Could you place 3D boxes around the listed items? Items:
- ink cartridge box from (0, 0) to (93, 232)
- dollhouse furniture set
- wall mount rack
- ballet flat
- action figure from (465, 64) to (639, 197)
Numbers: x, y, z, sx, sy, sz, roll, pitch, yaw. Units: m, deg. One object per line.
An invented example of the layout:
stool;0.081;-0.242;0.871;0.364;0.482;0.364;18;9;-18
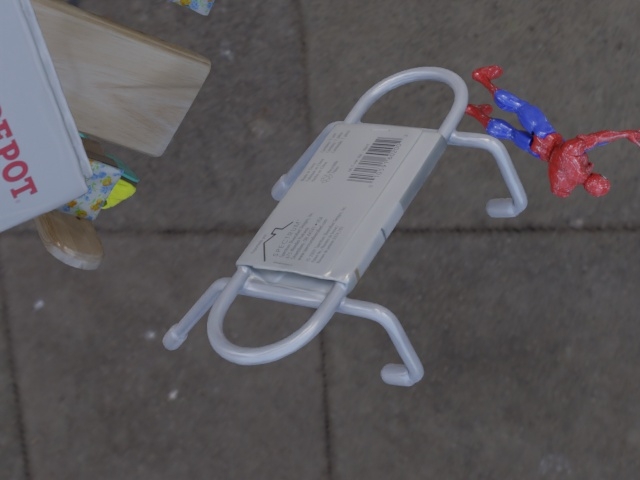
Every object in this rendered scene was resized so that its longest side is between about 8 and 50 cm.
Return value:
ink cartridge box;-0.285;-0.060;0.604;0.131;0.306;0.226;56;165;27
dollhouse furniture set;-0.278;-0.159;1.203;0.394;0.256;0.362;17;115;-37
wall mount rack;0.000;0.000;1.166;0.304;0.350;0.130;8;140;38
ballet flat;-0.304;-0.093;1.684;0.077;0.231;0.077;-40;68;0
action figure;0.315;-0.136;1.713;0.139;0.280;0.091;-6;125;-23
